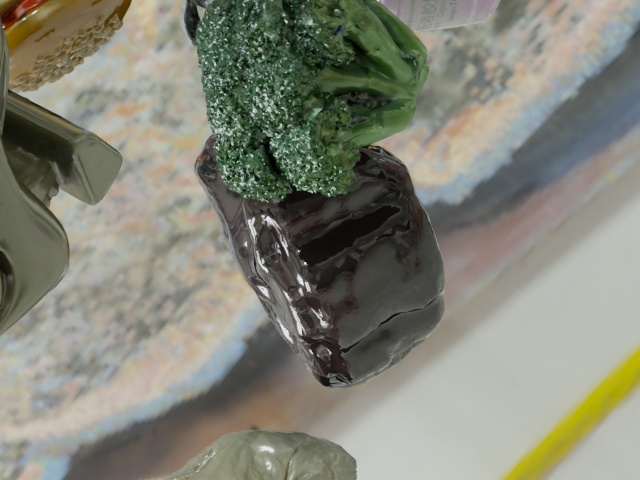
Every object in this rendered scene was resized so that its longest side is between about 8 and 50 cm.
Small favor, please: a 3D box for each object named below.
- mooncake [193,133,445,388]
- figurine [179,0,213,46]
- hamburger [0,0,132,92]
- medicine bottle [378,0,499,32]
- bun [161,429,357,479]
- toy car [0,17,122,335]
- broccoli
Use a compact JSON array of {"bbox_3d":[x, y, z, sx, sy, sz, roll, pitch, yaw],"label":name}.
[{"bbox_3d":[0.000,0.000,1.931,0.212,0.350,0.381,-31,16,-8],"label":"mooncake"},{"bbox_3d":[-0.148,-0.304,2.113,0.082,0.094,0.086,-8,53,16],"label":"figurine"},{"bbox_3d":[-0.223,-0.181,1.189,0.162,0.115,0.162,-34,-1,-1],"label":"hamburger"},{"bbox_3d":[0.085,-0.406,2.182,0.302,0.241,0.241,-8,22,-7],"label":"medicine bottle"},{"bbox_3d":[-0.082,0.363,1.931,0.281,0.281,0.205,-36,49,31],"label":"bun"},{"bbox_3d":[-0.266,-0.095,0.916,0.226,0.242,0.336,-50,-25,-26],"label":"toy car"},{"bbox_3d":[-0.016,-0.185,1.640,0.265,0.245,0.294,143,145,-67],"label":"broccoli"}]
